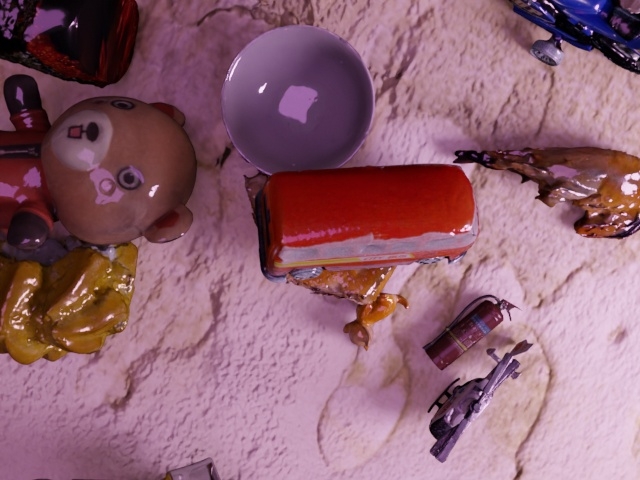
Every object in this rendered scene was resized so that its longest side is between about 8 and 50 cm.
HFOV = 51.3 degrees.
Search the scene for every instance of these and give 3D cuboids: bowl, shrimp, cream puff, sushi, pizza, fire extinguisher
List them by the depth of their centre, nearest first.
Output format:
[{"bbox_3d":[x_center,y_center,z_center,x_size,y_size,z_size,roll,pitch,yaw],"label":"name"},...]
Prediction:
[{"bbox_3d":[-0.306,-0.257,0.783,0.126,0.225,0.136,14,102,0],"label":"sushi"},{"bbox_3d":[-0.025,-0.168,0.845,0.189,0.086,0.188,0,94,5],"label":"bowl"},{"bbox_3d":[0.300,-0.063,0.846,0.262,0.066,0.117,4,96,5],"label":"shrimp"},{"bbox_3d":[-0.349,0.079,0.847,0.221,0.195,0.194,0,96,7],"label":"cream puff"},{"bbox_3d":[0.000,0.000,0.862,0.227,0.069,0.147,11,77,-2],"label":"pizza"},{"bbox_3d":[0.199,0.117,0.884,0.132,0.039,0.056,-41,101,6],"label":"fire extinguisher"}]

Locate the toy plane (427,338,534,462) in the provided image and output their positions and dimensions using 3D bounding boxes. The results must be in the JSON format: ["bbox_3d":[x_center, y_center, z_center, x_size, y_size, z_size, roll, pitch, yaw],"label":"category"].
[{"bbox_3d":[0.206,0.203,0.874,0.053,0.078,0.197,45,82,1],"label":"toy plane"}]

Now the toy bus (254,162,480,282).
[{"bbox_3d":[0.060,-0.028,0.778,0.265,0.120,0.121,-4,73,-9],"label":"toy bus"}]

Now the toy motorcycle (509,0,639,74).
[{"bbox_3d":[0.295,-0.279,0.772,0.316,0.169,0.113,31,96,0],"label":"toy motorcycle"}]

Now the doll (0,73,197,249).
[{"bbox_3d":[-0.317,-0.076,0.809,0.330,0.174,0.234,-5,57,-9],"label":"doll"}]

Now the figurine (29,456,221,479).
[{"bbox_3d":[-0.240,0.417,0.876,0.285,0.167,0.342,-28,95,11],"label":"figurine"}]

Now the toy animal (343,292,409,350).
[{"bbox_3d":[0.072,0.109,0.882,0.081,0.060,0.083,9,88,4],"label":"toy animal"}]

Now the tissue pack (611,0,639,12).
[{"bbox_3d":[0.467,-0.366,0.676,0.370,0.198,0.209,-20,90,-27],"label":"tissue pack"}]
